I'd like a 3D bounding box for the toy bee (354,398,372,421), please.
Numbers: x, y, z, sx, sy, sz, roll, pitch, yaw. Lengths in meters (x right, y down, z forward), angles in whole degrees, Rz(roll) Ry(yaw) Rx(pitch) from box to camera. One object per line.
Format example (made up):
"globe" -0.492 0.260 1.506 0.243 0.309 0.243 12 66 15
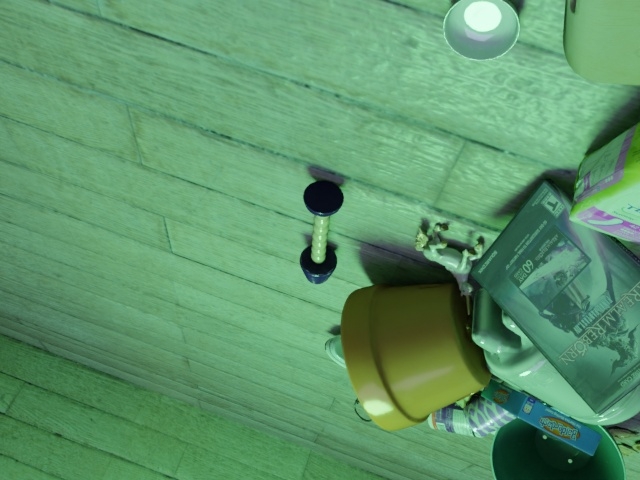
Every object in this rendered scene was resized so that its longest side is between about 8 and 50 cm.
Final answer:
"toy bee" 0.138 0.273 1.390 0.195 0.162 0.298 44 144 25

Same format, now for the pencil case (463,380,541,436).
"pencil case" 0.433 0.376 1.328 0.206 0.086 0.088 -39 140 23

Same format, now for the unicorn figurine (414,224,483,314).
"unicorn figurine" 0.237 0.036 1.012 0.162 0.060 0.111 42 149 15

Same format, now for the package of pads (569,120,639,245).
"package of pads" 0.442 -0.064 0.621 0.229 0.101 0.296 20 166 -2

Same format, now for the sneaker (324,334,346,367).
"sneaker" 0.126 0.321 1.516 0.258 0.094 0.091 36 165 -15

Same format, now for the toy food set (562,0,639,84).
"toy food set" 0.375 -0.236 0.489 0.306 0.092 0.220 9 159 22

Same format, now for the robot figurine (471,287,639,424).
"robot figurine" 0.429 0.189 0.991 0.353 0.200 0.300 30 141 -14

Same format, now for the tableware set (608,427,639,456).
"tableware set" 0.780 0.528 1.481 0.141 0.020 0.169 23 150 -2

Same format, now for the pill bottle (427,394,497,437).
"pill bottle" 0.396 0.470 1.543 0.193 0.108 0.108 0 143 31

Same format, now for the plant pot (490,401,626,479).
"plant pot" 0.583 0.521 1.392 0.290 0.290 0.195 2 180 29

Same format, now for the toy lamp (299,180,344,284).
"toy lamp" 0.000 0.000 1.083 0.080 0.080 0.275 17 150 7

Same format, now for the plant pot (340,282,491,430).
"plant pot" 0.199 0.206 1.113 0.203 0.291 0.291 -21 131 28

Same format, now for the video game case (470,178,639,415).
"video game case" 0.353 0.076 0.798 0.026 0.274 0.196 -7 139 -39

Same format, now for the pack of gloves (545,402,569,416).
"pack of gloves" 0.549 0.323 1.183 0.195 0.046 0.232 -24 131 29

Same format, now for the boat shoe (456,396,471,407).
"boat shoe" 0.332 0.323 1.357 0.089 0.104 0.285 30 154 20

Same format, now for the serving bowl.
"serving bowl" 0.181 -0.243 0.637 0.083 0.027 0.083 16 150 10

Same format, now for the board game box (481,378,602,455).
"board game box" 0.434 0.348 1.149 0.160 0.047 0.210 27 175 1
